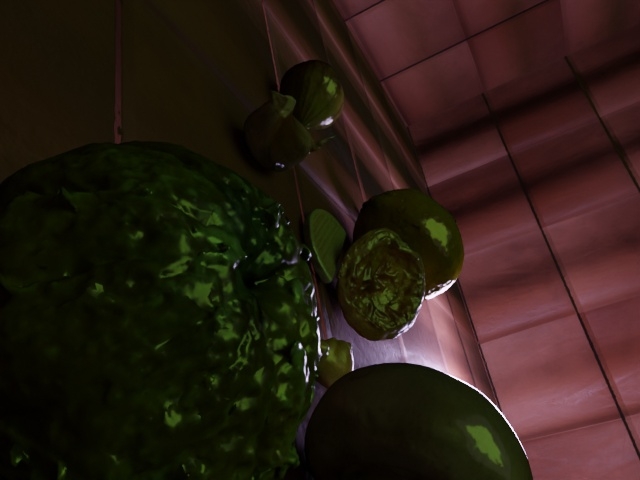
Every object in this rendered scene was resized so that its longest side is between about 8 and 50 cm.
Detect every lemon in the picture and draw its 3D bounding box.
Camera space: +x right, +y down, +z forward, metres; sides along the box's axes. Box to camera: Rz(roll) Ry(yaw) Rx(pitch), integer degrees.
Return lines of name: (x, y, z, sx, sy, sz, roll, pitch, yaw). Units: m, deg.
lemon: (0.209, 0.008, 1.303, 0.310, 0.258, 0.258, 53, 23, -21)

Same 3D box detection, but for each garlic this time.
garlic: (-0.058, -0.184, 0.974, 0.090, 0.129, 0.198, 59, 16, 26)

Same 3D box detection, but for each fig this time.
fig: (-0.013, -0.286, 1.189, 0.160, 0.143, 0.230, 98, -17, -58)

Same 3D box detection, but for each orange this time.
orange: (-0.115, 0.065, 0.406, 0.300, 0.223, 0.301, 35, 38, -50)

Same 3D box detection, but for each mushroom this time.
mushroom: (0.107, 0.317, 0.676, 0.297, 0.298, 0.290, 60, 42, -23)

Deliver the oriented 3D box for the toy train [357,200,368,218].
toy train: (0.183, 0.001, 1.526, 0.251, 0.085, 0.119, 56, 28, -28)

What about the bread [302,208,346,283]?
bread: (-0.001, -0.005, 1.086, 0.112, 0.036, 0.193, 55, 25, -21)

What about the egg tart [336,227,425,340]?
egg tart: (0.119, 0.091, 1.129, 0.241, 0.106, 0.240, 0, 90, -34)

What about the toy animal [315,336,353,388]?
toy animal: (-0.010, 0.176, 0.817, 0.159, 0.070, 0.083, 40, 35, -46)
